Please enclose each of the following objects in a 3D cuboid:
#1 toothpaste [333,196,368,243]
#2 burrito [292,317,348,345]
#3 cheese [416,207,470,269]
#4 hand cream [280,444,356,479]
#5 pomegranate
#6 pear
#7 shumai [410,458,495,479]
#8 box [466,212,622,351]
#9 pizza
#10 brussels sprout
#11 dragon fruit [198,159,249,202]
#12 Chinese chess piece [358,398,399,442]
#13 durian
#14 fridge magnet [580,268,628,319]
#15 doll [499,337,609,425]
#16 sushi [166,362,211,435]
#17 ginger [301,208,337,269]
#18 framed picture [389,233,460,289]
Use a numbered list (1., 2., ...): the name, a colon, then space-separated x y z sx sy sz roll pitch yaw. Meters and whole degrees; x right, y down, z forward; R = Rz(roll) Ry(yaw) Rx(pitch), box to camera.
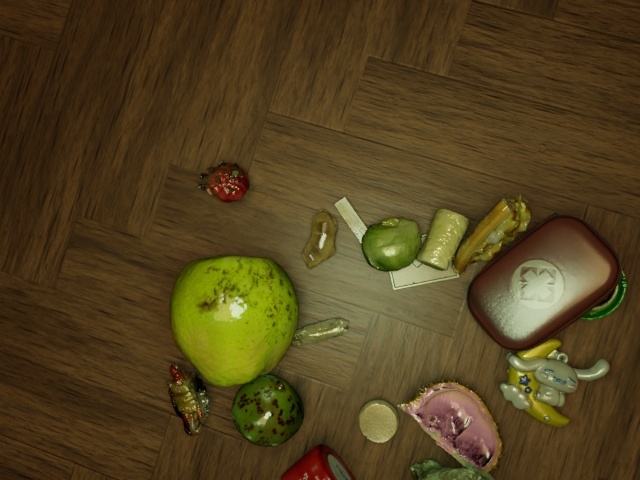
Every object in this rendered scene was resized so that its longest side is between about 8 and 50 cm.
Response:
1. toothpaste: 0.101 -0.056 1.624 0.046 0.034 0.164 -35 84 3
2. burrito: -0.003 0.276 1.615 0.188 0.045 0.058 -16 93 3
3. cheese: 0.345 -0.003 1.534 0.094 0.123 0.167 27 88 -17
4. hand cream: 0.010 0.704 1.506 0.149 0.230 0.230 -39 84 0
5. pomegranate: -0.160 0.510 1.554 0.211 0.211 0.263 27 115 7
6. pear: -0.240 0.221 1.492 0.391 0.391 0.391 0 87 6
7. shumai: 0.346 0.665 1.455 0.225 0.222 0.260 32 118 -21
8. box: 0.602 0.120 1.471 0.404 0.108 0.263 -43 65 16
9. pizza: 0.484 -0.018 1.475 0.223 0.323 0.089 -26 66 -28
10. brussels sprout: 0.210 0.018 1.550 0.183 0.131 0.145 -10 69 -7
11. dragon fruit: -0.286 -0.178 1.630 0.142 0.130 0.121 35 101 46
12. Chinese chess piece: 0.172 0.531 1.582 0.122 0.051 0.122 0 89 7
13. durian: 0.397 0.516 1.534 0.341 0.112 0.191 42 83 -2
14. fridge magnet: 0.754 0.122 1.517 0.208 0.088 0.208 0 89 12
15. doll: 0.643 0.391 1.508 0.252 0.111 0.237 25 89 16
16. sushi: -0.393 0.474 1.626 0.097 0.103 0.226 -25 87 31
17. ginger: -0.001 0.000 1.616 0.095 0.069 0.190 13 90 31
18. framed picture: 0.301 0.058 1.607 0.203 0.015 0.150 -13 86 6
